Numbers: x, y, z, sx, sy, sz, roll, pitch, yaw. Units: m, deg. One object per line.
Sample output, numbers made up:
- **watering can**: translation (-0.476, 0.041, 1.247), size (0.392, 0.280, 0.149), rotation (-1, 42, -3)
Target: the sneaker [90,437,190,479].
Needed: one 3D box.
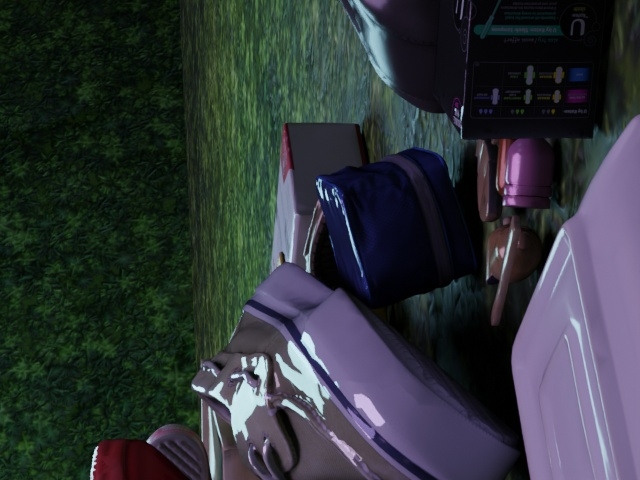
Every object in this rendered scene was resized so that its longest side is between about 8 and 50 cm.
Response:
- **sneaker**: translation (-0.014, 0.156, 0.822), size (0.087, 0.128, 0.221), rotation (-97, -20, -45)

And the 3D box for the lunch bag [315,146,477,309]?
- **lunch bag**: translation (0.040, -0.009, 0.826), size (0.098, 0.065, 0.067), rotation (-138, 32, -78)

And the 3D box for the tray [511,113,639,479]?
- **tray**: translation (0.099, 0.107, 0.527), size (0.145, 0.030, 0.270), rotation (102, 165, -56)

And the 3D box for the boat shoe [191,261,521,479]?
- **boat shoe**: translation (0.008, 0.083, 0.781), size (0.094, 0.109, 0.302), rotation (-50, 12, -3)

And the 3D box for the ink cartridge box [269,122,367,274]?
- **ink cartridge box**: translation (0.000, 0.000, 1.147), size (0.099, 0.056, 0.135), rotation (-99, 11, -46)

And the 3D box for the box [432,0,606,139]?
- **box**: translation (0.073, -0.085, 0.609), size (0.062, 0.052, 0.083), rotation (-105, 15, -66)

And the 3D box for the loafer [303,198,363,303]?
- **loafer**: translation (0.014, 0.012, 1.048), size (0.050, 0.056, 0.148), rotation (-108, 18, -46)

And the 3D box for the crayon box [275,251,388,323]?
- **crayon box**: translation (0.005, 0.183, 1.040), size (0.318, 0.081, 0.202), rotation (97, 169, -49)

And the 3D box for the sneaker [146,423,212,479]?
- **sneaker**: translation (-0.085, 0.169, 0.949), size (0.070, 0.051, 0.134), rotation (-141, 54, -81)

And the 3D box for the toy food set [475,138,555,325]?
- **toy food set**: translation (0.082, -0.026, 0.689), size (0.122, 0.019, 0.078), rotation (-88, 3, -47)

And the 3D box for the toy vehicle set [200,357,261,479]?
- **toy vehicle set**: translation (-0.049, 0.221, 1.009), size (0.166, 0.035, 0.267), rotation (-120, 29, -73)

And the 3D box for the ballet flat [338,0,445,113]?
- **ballet flat**: translation (0.027, -0.150, 0.818), size (0.280, 0.095, 0.096), rotation (-102, 1, -55)
